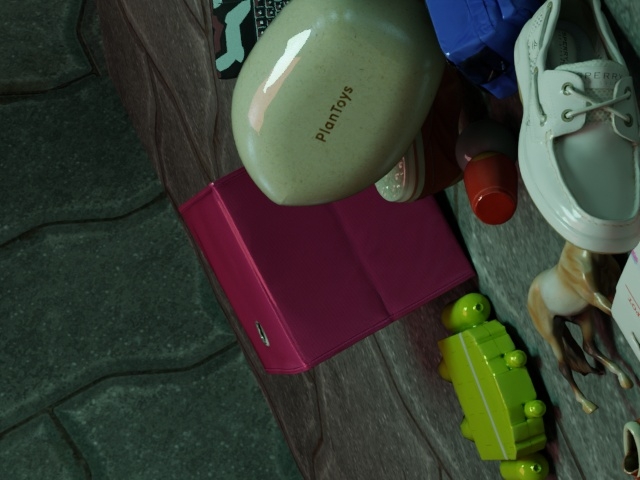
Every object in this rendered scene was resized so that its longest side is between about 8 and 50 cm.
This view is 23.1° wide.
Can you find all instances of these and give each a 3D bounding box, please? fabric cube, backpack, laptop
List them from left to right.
[{"bbox_3d":[-0.049,-0.331,1.996,0.136,0.264,0.234,-18,-76,-68],"label":"laptop"},{"bbox_3d":[0.000,0.000,2.020,0.258,0.259,0.254,62,165,-3],"label":"fabric cube"},{"bbox_3d":[0.171,-0.194,1.491,0.120,0.101,0.098,35,-142,-49],"label":"backpack"}]

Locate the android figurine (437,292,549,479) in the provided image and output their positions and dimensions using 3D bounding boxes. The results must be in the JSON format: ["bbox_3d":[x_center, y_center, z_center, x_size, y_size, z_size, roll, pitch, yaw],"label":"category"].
[{"bbox_3d":[0.214,0.186,1.939,0.273,0.056,0.248,134,117,-75],"label":"android figurine"}]

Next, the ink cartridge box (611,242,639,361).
[{"bbox_3d":[0.316,0.046,1.324,0.198,0.067,0.115,97,151,-58],"label":"ink cartridge box"}]

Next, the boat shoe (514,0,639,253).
[{"bbox_3d":[0.221,-0.115,1.323,0.096,0.098,0.277,106,161,-49],"label":"boat shoe"}]

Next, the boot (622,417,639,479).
[{"bbox_3d":[0.324,0.216,1.493,0.059,0.085,0.158,-128,21,-49],"label":"boot"}]

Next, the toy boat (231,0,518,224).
[{"bbox_3d":[0.068,-0.126,1.603,0.267,0.318,0.148,-53,19,30],"label":"toy boat"}]

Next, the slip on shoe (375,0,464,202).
[{"bbox_3d":[0.104,-0.209,1.744,0.123,0.101,0.331,-4,93,63],"label":"slip on shoe"}]

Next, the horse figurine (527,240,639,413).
[{"bbox_3d":[0.266,0.068,1.558,0.174,0.066,0.263,61,162,15],"label":"horse figurine"}]
